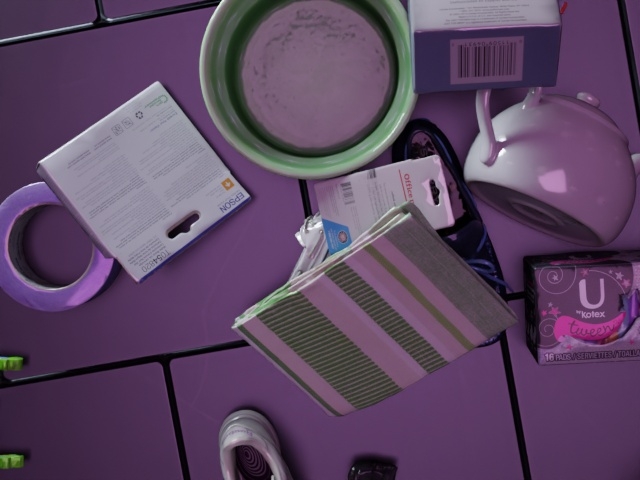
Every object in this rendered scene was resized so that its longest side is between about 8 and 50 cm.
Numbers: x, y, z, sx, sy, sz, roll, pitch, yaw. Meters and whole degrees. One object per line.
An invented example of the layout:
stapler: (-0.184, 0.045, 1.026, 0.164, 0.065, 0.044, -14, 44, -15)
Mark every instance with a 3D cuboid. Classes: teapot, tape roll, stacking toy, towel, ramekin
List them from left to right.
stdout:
stacking toy: (-0.548, 0.251, 2.014, 0.221, 0.052, 0.167, 2, 95, 1)
tape roll: (-0.385, 0.007, 1.974, 0.189, 0.080, 0.189, 0, 93, 2)
ramekin: (-0.010, -0.238, 1.904, 0.303, 0.148, 0.304, 0, 93, 3)
towel: (0.071, 0.109, 1.882, 0.325, 0.038, 0.248, -34, 115, 25)
teapot: (0.326, -0.120, 1.846, 0.252, 0.256, 0.187, 24, 84, 10)

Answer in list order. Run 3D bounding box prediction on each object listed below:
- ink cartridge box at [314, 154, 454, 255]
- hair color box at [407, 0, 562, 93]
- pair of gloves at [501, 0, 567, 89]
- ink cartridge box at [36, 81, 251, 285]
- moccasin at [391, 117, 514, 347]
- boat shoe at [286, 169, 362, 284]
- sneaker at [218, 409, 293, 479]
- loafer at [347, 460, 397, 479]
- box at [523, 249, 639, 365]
ink cartridge box: (0.093, -0.049, 1.854, 0.180, 0.060, 0.104, -13, 90, 15)
hair color box: (0.205, -0.366, 1.795, 0.185, 0.114, 0.375, -2, 51, 3)
pair of gloves: (0.249, -0.317, 1.949, 0.159, 0.023, 0.198, 35, 94, 1)
ink cartridge box: (-0.250, -0.079, 1.932, 0.223, 0.045, 0.224, -38, 88, -23)
moccasin: (0.171, -0.004, 1.922, 0.137, 0.117, 0.342, -24, 91, 4)
boat shoe: (0.000, 0.000, 1.949, 0.075, 0.083, 0.226, 19, 95, 1)
sneaker: (-0.075, 0.400, 1.942, 0.114, 0.152, 0.305, -25, 93, 2)
loafer: (0.079, 0.433, 1.971, 0.078, 0.076, 0.223, 0, 89, 11)
box: (0.415, 0.088, 1.890, 0.247, 0.163, 0.142, -4, 94, 3)
